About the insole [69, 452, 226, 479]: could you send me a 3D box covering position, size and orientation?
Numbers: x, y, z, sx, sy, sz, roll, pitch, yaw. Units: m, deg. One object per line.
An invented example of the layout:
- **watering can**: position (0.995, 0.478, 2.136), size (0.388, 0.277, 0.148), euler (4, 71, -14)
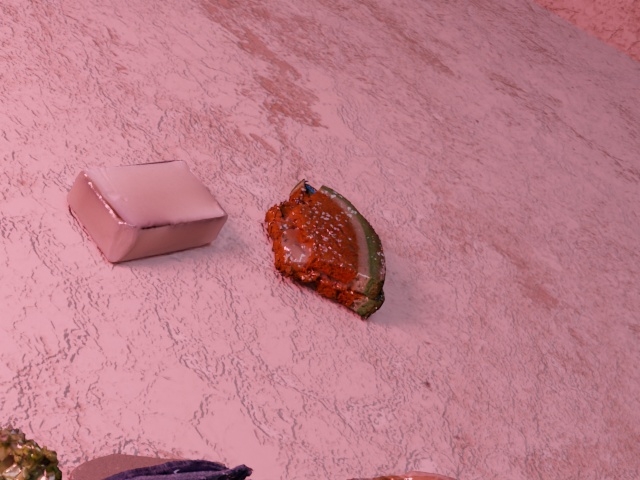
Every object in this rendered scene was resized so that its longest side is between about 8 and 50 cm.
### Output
- **insole**: position (-0.180, 0.256, 1.291), size (0.192, 0.010, 0.063), euler (8, 43, -35)

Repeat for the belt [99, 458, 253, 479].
- **belt**: position (-0.153, 0.279, 1.177), size (0.218, 0.128, 0.122), euler (-4, 48, -45)

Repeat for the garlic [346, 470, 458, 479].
- **garlic**: position (0.135, 0.333, 1.401), size (0.128, 0.090, 0.198), euler (-19, 64, -36)

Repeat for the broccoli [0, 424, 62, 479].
- **broccoli**: position (-0.335, 0.245, 1.005), size (0.176, 0.226, 0.198), euler (39, 11, -46)

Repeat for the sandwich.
- **sandwich**: position (0.008, -0.007, 1.717), size (0.159, 0.079, 0.235), euler (14, 39, -28)

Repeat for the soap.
- **soap**: position (-0.225, -0.043, 1.580), size (0.183, 0.064, 0.121), euler (-11, 53, -48)
